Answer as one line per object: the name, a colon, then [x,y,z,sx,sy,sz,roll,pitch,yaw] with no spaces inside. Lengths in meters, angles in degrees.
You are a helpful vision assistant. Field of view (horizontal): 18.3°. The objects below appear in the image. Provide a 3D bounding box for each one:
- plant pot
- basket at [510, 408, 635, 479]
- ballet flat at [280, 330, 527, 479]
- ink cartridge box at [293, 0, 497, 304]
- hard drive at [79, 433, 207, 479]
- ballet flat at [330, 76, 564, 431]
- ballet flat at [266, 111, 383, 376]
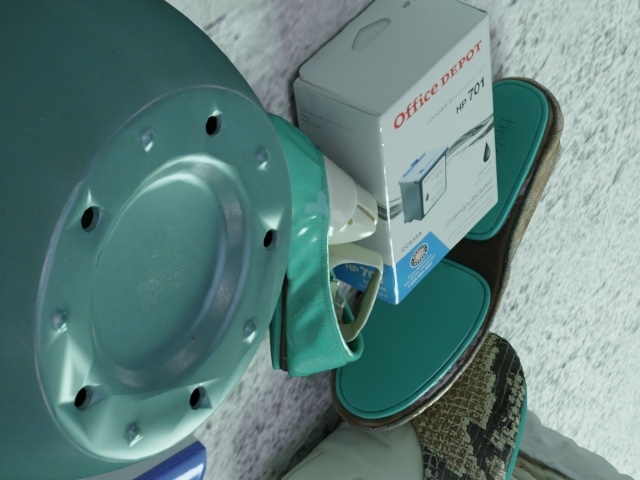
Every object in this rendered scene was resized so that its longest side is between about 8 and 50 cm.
plant pot: [-0.157,-0.015,0.970,0.293,0.235,0.293,-30,128,-47]
basket: [0.209,0.386,1.821,0.266,0.331,0.328,-41,143,-25]
ballet flat: [0.009,0.285,1.608,0.182,0.164,0.483,19,98,-40]
ink cartridge box: [0.058,-0.071,1.462,0.139,0.082,0.191,-44,147,-31]
hard drive: [-0.207,0.258,1.224,0.318,0.040,0.210,-28,144,-46]
ballet flat: [0.113,0.020,1.604,0.316,0.107,0.106,-59,164,-8]
ballet flat: [0.000,0.000,1.408,0.087,0.083,0.247,-7,136,-3]
